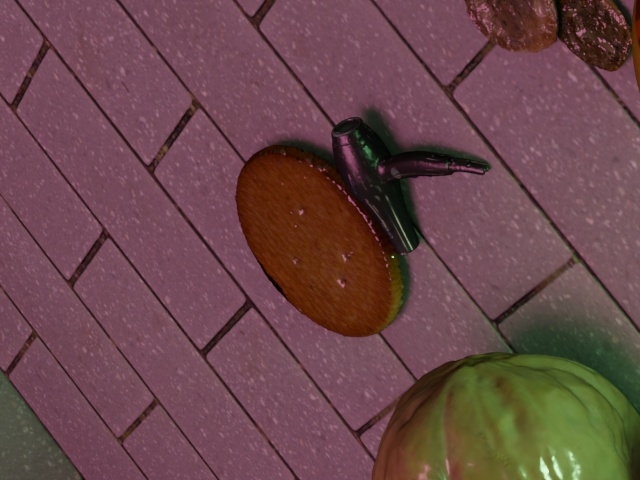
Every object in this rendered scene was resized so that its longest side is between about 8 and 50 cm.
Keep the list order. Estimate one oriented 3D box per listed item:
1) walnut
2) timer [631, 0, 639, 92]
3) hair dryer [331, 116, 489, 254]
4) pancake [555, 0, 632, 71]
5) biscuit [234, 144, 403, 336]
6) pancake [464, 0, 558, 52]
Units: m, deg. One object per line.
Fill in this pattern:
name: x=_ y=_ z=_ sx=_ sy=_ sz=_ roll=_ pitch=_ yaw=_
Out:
walnut: x=0.239 y=0.309 z=2.286 sx=0.381 sy=0.381 sz=0.381 roll=32 pitch=140 yaw=31
timer: x=0.417 y=-0.216 z=1.593 sx=0.376 sy=0.376 sz=0.387 roll=-19 pitch=99 yaw=56
hair dryer: x=0.126 y=-0.069 z=2.347 sx=0.219 sy=0.075 sz=0.195 roll=-2 pitch=127 yaw=44
pancake: x=0.291 y=-0.227 z=2.027 sx=0.108 sy=0.017 sz=0.108 roll=36 pitch=147 yaw=28
biscuit: x=0.000 y=0.000 z=2.576 sx=0.305 sy=0.038 sz=0.305 roll=33 pitch=142 yaw=30
pancake: x=0.208 y=-0.268 z=2.080 sx=0.151 sy=0.025 sz=0.151 roll=39 pitch=144 yaw=36
